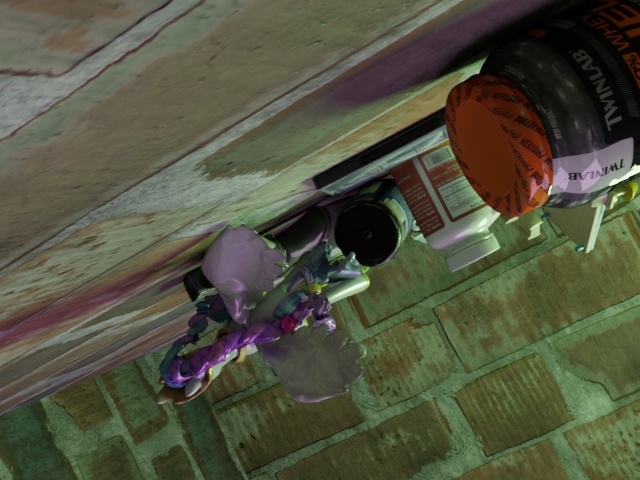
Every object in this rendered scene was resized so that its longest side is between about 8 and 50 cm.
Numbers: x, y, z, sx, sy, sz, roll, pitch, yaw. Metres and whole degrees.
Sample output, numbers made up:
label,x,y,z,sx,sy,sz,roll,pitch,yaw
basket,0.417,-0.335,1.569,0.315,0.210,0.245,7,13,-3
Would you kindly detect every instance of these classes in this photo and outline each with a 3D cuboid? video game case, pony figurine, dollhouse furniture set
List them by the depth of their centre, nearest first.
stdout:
label,x,y,z,sx,sy,sz,roll,pitch,yaw
video game case,0.127,-0.141,1.486,0.274,0.026,0.196,-28,176,8
pony figurine,-0.077,0.127,1.586,0.351,0.303,0.363,-37,177,39
dollhouse furniture set,0.533,-0.107,2.005,0.198,0.303,0.286,-25,140,-19

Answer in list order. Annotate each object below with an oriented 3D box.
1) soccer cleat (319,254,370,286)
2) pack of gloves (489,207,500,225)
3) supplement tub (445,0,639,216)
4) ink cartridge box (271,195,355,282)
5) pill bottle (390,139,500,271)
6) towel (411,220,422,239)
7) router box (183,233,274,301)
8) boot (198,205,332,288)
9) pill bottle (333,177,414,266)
label,x,y,z,sx,sy,sz,roll,pitch,yaw
soccer cleat,0.047,0.056,2.118,0.179,0.060,0.072,-20,-169,44
pack of gloves,0.315,-0.109,1.787,0.195,0.046,0.232,20,123,-37
supplement tub,0.327,-0.168,1.123,0.338,0.207,0.207,-27,176,-16
ink cartridge box,0.000,0.000,2.078,0.385,0.091,0.308,-27,177,43
pill bottle,0.210,-0.063,1.634,0.121,0.216,0.121,-26,176,-2
towel,0.337,-0.119,2.288,0.320,0.090,0.374,-38,175,7
router box,-0.171,0.054,1.886,0.179,0.046,0.133,-26,175,-16
boot,-0.096,0.011,1.721,0.208,0.076,0.190,5,130,-52
pill bottle,0.108,-0.042,1.795,0.122,0.123,0.219,-28,-172,23
